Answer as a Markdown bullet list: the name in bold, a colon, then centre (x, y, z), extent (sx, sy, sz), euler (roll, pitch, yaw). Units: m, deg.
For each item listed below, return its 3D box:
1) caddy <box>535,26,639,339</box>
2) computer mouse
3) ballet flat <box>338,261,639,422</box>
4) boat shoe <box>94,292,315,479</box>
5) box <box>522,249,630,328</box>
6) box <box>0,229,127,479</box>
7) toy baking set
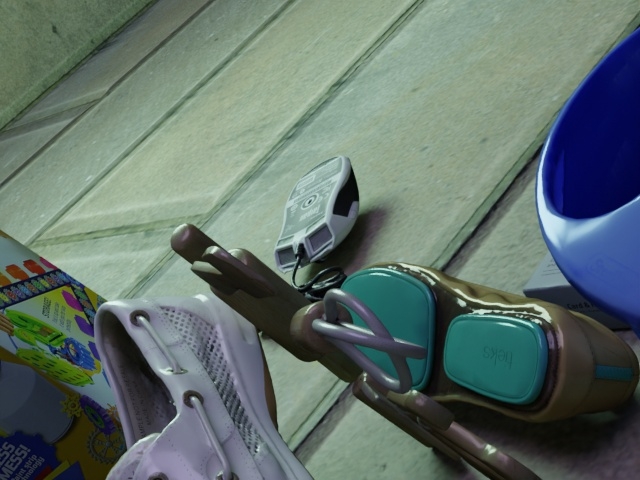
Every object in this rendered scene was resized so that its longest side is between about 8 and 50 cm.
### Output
- **caddy**: centre (0.249, -0.059, 0.497), extent (0.341, 0.179, 0.241), euler (-39, 32, -9)
- **computer mouse**: centre (0.000, 0.000, 1.008), extent (0.106, 0.042, 0.193), euler (-28, 27, 31)
- **ballet flat**: centre (0.089, 0.061, 0.708), extent (0.232, 0.073, 0.080), euler (18, 100, 62)
- **boat shoe**: centre (-0.064, 0.132, 0.625), extent (0.098, 0.096, 0.277), euler (-66, 32, 29)
- **box**: centre (0.220, -0.025, 0.720), extent (0.145, 0.038, 0.186), euler (-9, 32, 49)
- **box**: centre (-0.295, 0.123, 0.758), extent (0.290, 0.279, 0.177), euler (-51, 19, 9)
- **toy baking set**: centre (0.012, 0.048, 0.608), extent (0.196, 0.256, 0.030), euler (23, 75, 52)
